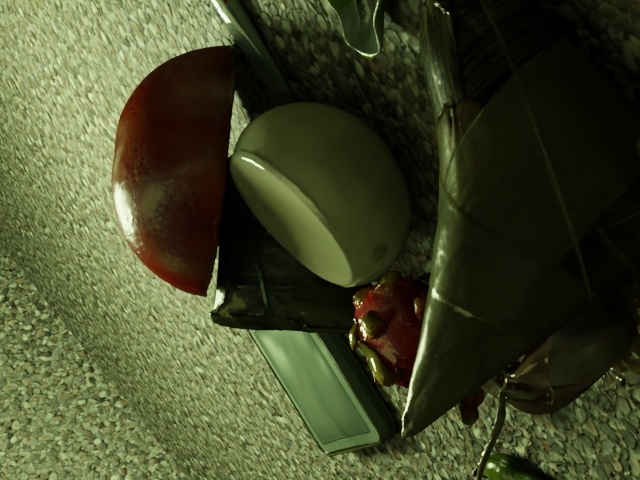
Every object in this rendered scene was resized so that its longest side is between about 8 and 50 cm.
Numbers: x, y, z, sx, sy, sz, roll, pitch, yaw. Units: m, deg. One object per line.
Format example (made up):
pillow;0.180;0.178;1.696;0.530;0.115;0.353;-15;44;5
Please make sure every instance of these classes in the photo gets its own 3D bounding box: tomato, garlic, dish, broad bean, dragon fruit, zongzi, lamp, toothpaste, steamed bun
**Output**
tomato;-0.194;-0.092;1.500;0.338;0.143;0.339;-174;90;-84
garlic;0.225;0.121;1.113;0.207;0.207;0.257;171;107;-65
dish;0.044;-0.254;1.190;0.091;0.039;0.137;23;139;46
broad bean;0.274;0.318;1.410;0.052;0.053;0.256;28;-179;-40
dragon fruit;0.123;0.131;1.392;0.133;0.150;0.208;-41;85;34
zongzi;0.114;-0.038;0.975;0.289;0.317;0.154;52;174;15
zongzi;0.000;0.000;1.527;0.125;0.274;0.251;-21;-66;-75
lamp;-0.005;0.211;1.838;0.269;0.047;0.266;58;157;1
toothpaste;-0.100;-0.267;1.471;0.218;0.033;0.052;59;158;-7
steamed bun;0.014;-0.065;1.344;0.232;0.145;0.232;40;163;15

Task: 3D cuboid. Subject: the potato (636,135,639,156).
potato;0.285;-0.072;0.853;0.066;0.103;0.096;50;157;26
